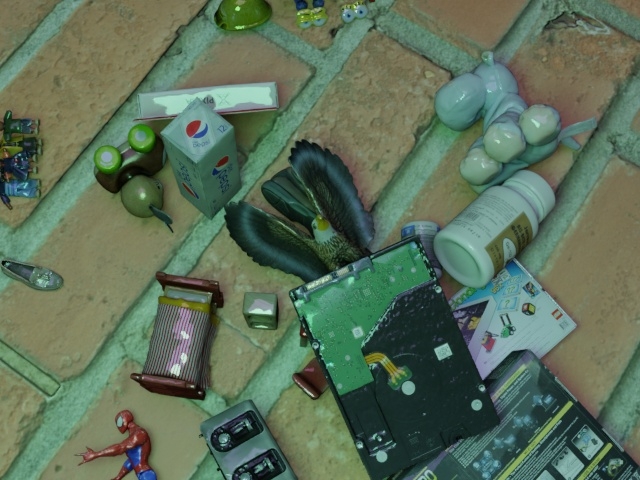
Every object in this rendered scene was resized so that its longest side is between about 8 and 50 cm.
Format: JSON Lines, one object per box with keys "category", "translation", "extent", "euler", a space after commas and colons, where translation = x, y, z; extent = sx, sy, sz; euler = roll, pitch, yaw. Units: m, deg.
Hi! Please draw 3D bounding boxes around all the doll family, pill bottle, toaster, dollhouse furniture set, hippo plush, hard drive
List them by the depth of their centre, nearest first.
{"category": "hard drive", "translation": [0.119, 0.190, 1.346], "extent": [0.236, 0.064, 0.339], "euler": [-25, 91, -3]}
{"category": "toaster", "translation": [-0.120, 0.386, 1.419], "extent": [0.110, 0.186, 0.168], "euler": [-28, 65, -12]}
{"category": "dollhouse furniture set", "translation": [-0.128, 0.191, 1.489], "extent": [0.373, 0.152, 0.202], "euler": [7, 71, 2]}
{"category": "pill bottle", "translation": [0.331, -0.027, 1.540], "extent": [0.229, 0.131, 0.131], "euler": [-40, 75, -23]}
{"category": "pill bottle", "translation": [0.195, 0.038, 1.583], "extent": [0.078, 0.078, 0.137], "euler": [0, 70, 0]}
{"category": "hippo plush", "translation": [0.357, -0.260, 1.606], "extent": [0.294, 0.234, 0.237], "euler": [-26, 74, -8]}
{"category": "doll family", "translation": [-0.621, -0.161, 1.651], "extent": [0.111, 0.076, 0.193], "euler": [-1, 74, -6]}

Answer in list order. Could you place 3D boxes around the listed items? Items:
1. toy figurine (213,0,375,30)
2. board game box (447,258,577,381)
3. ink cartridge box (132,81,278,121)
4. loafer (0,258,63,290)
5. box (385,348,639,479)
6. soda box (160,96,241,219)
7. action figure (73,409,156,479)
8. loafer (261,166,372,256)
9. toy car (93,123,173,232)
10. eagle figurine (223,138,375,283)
{"category": "toy figurine", "translation": [-0.060, -0.584, 1.724], "extent": [0.362, 0.217, 0.191], "euler": [-9, 71, -4]}
{"category": "board game box", "translation": [0.304, 0.187, 1.546], "extent": [0.305, 0.053, 0.193], "euler": [-37, 76, -12]}
{"category": "ink cartridge box", "translation": [-0.220, -0.273, 1.608], "extent": [0.274, 0.239, 0.060], "euler": [-5, 98, -2]}
{"category": "loafer", "translation": [-0.562, 0.066, 1.589], "extent": [0.125, 0.039, 0.045], "euler": [16, 71, 5]}
{"category": "box", "translation": [0.324, 0.435, 1.413], "extent": [0.395, 0.097, 0.318], "euler": [-43, 89, -13]}
{"category": "soda box", "translation": [-0.216, -0.146, 1.534], "extent": [0.091, 0.286, 0.098], "euler": [39, 75, 10]}
{"category": "action figure", "translation": [-0.333, 0.440, 1.433], "extent": [0.139, 0.091, 0.281], "euler": [-17, 72, -16]}
{"category": "loafer", "translation": [0.005, -0.051, 1.609], "extent": [0.267, 0.096, 0.084], "euler": [38, 69, 14]}
{"category": "toy car", "translation": [-0.335, -0.104, 1.598], "extent": [0.148, 0.155, 0.188], "euler": [-34, 84, -11]}
{"category": "eagle figurine", "translation": [0.001, -0.007, 1.472], "extent": [0.226, 0.225, 0.298], "euler": [-18, 52, -36]}
